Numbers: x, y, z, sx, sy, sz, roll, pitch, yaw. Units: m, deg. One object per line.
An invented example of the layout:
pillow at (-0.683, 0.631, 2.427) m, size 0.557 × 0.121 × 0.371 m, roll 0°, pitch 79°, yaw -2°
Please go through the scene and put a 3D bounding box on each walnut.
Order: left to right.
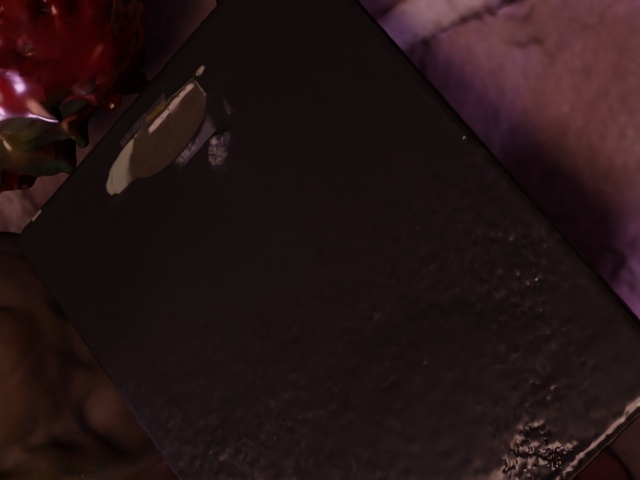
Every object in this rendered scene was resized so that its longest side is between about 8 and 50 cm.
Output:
walnut at (-0.200, 0.118, 1.093) m, size 0.248 × 0.248 × 0.248 m, roll 16°, pitch 119°, yaw 31°

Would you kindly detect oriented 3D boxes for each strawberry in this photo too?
strawberry at (-0.188, -0.129, 1.018) m, size 0.184 × 0.187 × 0.201 m, roll -16°, pitch 69°, yaw 5°

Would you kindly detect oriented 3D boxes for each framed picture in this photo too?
framed picture at (-0.004, 0.030, 0.932) m, size 0.244 × 0.013 × 0.324 m, roll -47°, pitch 63°, yaw 17°

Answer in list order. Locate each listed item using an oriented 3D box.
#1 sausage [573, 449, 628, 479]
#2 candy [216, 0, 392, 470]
sausage at (0.111, 0.154, 0.994) m, size 0.131 × 0.039 × 0.041 m, roll -37°, pitch 88°, yaw 41°
candy at (0.000, 0.000, 0.973) m, size 0.097 × 0.097 × 0.323 m, roll -31°, pitch 77°, yaw 42°
